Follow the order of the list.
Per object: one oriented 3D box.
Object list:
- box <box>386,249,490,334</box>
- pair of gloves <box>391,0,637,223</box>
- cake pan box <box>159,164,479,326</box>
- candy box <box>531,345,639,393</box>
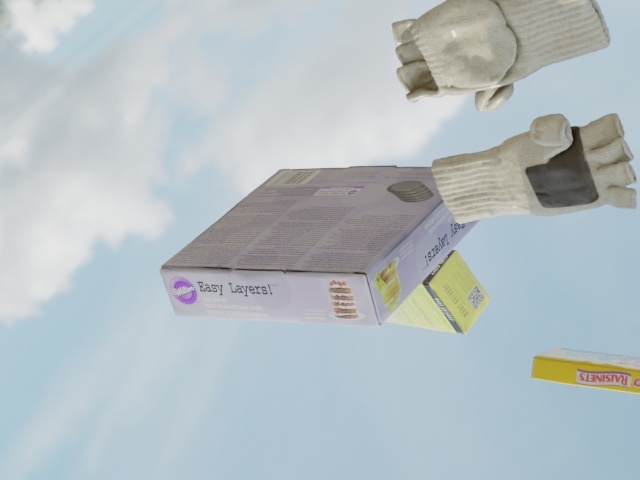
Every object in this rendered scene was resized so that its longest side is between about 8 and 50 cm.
[{"bbox_3d":[0.086,0.051,1.912,0.232,0.087,0.058,4,-132,53],"label":"box"},{"bbox_3d":[0.177,-0.120,1.515,0.204,0.240,0.042,-6,-149,26],"label":"pair of gloves"},{"bbox_3d":[0.000,0.000,1.711,0.267,0.070,0.246,0,-154,32],"label":"cake pan box"},{"bbox_3d":[0.306,0.125,1.516,0.206,0.027,0.105,6,-174,20],"label":"candy box"}]
